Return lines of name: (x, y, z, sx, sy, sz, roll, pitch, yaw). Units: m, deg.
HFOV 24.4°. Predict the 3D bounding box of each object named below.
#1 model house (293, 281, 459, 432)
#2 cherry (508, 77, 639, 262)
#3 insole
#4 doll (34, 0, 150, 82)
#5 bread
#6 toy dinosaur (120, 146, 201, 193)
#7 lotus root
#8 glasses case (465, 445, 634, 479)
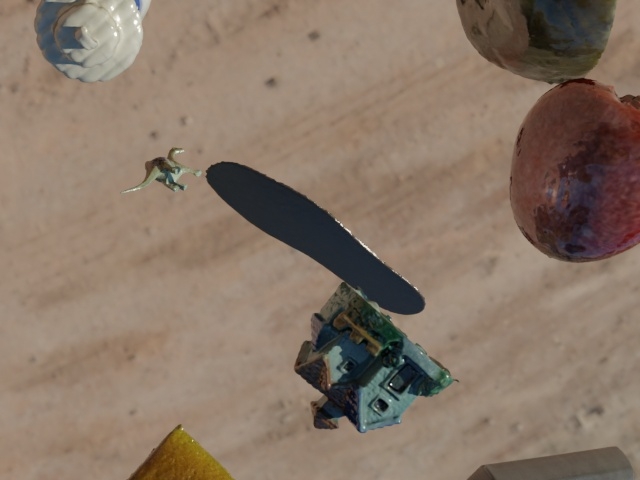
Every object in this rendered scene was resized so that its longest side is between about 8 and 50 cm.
model house: (0.037, 0.145, 1.577, 0.148, 0.119, 0.149, 39, 93, -22)
cherry: (0.181, -0.079, 0.870, 0.090, 0.107, 0.225, -4, 129, -44)
insole: (0.000, 0.000, 1.762, 0.328, 0.007, 0.111, 36, 147, -22)
doll: (-0.252, -0.260, 1.676, 0.119, 0.293, 0.138, -28, 111, 8)
bread: (-0.154, 0.327, 1.773, 0.132, 0.172, 0.103, -48, 178, -20)
toy dinosaur: (-0.180, -0.079, 1.751, 0.180, 0.058, 0.037, -40, 146, -74)
lotus root: (0.185, -0.280, 1.207, 0.149, 0.267, 0.260, 5, 178, 0)
glasses case: (0.174, 0.204, 1.182, 0.190, 0.042, 0.072, 2, 144, -46)
